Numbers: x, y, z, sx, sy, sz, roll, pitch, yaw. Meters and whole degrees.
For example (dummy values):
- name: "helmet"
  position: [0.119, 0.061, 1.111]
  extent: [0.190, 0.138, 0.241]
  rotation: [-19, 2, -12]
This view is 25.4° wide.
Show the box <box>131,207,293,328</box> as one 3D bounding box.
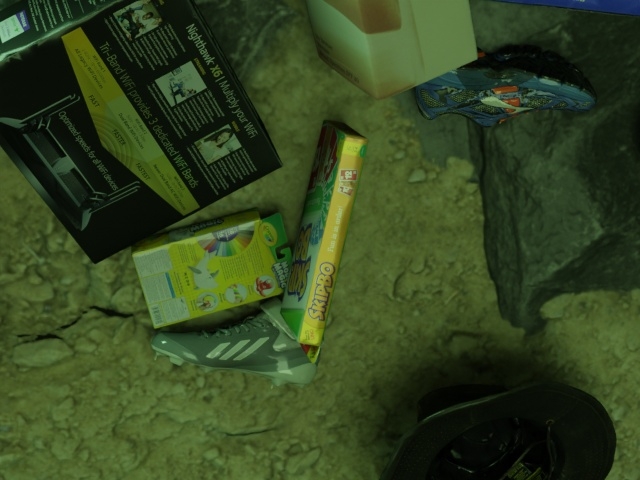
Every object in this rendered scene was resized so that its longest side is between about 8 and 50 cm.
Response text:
- name: "box"
  position: [-0.123, 0.028, 1.661]
  extent: [0.179, 0.043, 0.105]
  rotation: [-14, 115, -2]

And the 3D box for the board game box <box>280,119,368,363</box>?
- name: "board game box"
  position: [0.000, 0.000, 1.599]
  extent: [0.039, 0.124, 0.259]
  rotation: [8, 101, -13]

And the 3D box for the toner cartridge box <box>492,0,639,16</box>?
- name: "toner cartridge box"
  position: [0.301, -0.338, 1.556]
  extent: [0.347, 0.075, 0.165]
  rotation: [5, 114, -12]

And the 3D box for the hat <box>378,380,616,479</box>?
- name: "hat"
  position: [0.199, 0.254, 1.769]
  extent: [0.331, 0.134, 0.331]
  rotation: [-13, 132, -14]

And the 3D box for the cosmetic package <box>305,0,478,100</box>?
- name: "cosmetic package"
  position: [0.052, -0.314, 1.447]
  extent: [0.129, 0.153, 0.296]
  rotation: [-25, 124, -15]

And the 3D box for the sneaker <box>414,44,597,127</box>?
- name: "sneaker"
  position: [0.208, -0.172, 1.621]
  extent: [0.221, 0.083, 0.087]
  rotation: [6, 126, -7]

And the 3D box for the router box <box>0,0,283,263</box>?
- name: "router box"
  position: [-0.209, -0.140, 1.491]
  extent: [0.243, 0.081, 0.309]
  rotation: [-27, 138, 2]

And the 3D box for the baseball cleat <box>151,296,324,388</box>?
- name: "baseball cleat"
  position: [-0.097, 0.112, 1.698]
  extent: [0.205, 0.072, 0.109]
  rotation: [13, 97, -20]
